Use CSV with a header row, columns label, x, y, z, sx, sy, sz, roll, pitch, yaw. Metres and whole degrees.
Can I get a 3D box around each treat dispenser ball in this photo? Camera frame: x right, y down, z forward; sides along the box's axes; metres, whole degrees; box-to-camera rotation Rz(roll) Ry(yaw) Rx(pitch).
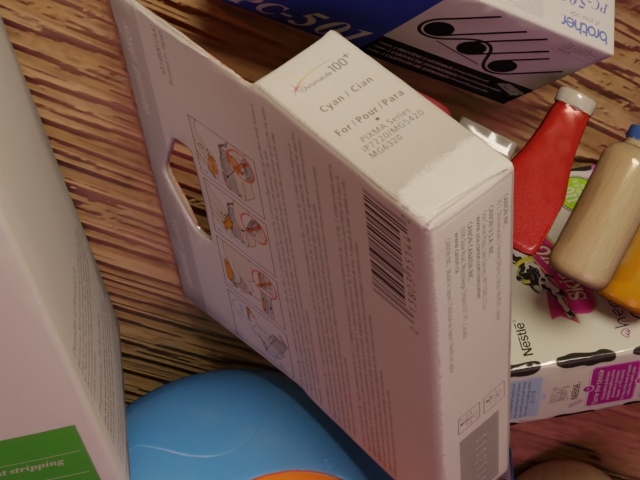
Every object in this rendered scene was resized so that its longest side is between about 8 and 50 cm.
label,x,y,z,sx,sy,sz,roll,pitch,yaw
treat dispenser ball,-0.057,0.237,1.051,0.288,0.288,0.288,-8,140,-7

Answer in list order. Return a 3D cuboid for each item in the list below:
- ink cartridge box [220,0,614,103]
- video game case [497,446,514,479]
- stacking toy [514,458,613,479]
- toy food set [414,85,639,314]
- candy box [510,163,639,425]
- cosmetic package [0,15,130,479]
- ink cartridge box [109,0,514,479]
label,x,y,z,sx,sy,sz,roll,pitch,yaw
ink cartridge box,0.055,-0.137,0.807,0.207,0.046,0.097,16,159,-30
video game case,0.087,0.239,1.236,0.166,0.119,0.015,-1,172,-15
stacking toy,0.294,0.309,1.373,0.141,0.141,0.330,-33,143,22
toy food set,0.120,-0.051,0.878,0.232,0.111,0.104,27,92,5
candy box,0.194,0.027,0.976,0.233,0.159,0.071,-10,142,-5
cosmetic package,-0.245,0.016,0.848,0.197,0.155,0.365,-11,141,2
ink cartridge box,0.000,0.000,0.864,0.066,0.261,0.296,-36,146,-22
